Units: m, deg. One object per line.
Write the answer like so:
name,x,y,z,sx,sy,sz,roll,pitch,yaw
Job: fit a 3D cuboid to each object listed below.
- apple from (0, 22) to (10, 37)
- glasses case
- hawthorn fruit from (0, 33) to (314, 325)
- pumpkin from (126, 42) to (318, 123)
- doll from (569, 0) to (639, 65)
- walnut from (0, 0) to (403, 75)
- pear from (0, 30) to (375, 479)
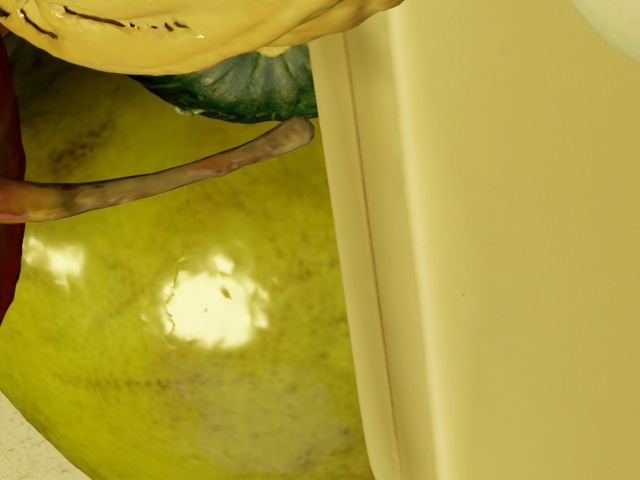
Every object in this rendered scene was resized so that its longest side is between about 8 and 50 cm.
apple,-0.251,-0.046,1.100,0.253,0.254,0.253,9,168,2
glasses case,0.080,-0.019,0.677,0.144,0.076,0.336,-22,133,-17
hawthorn fruit,-0.206,-0.017,0.556,0.231,0.235,0.263,45,157,-26
pumpkin,-0.020,-0.130,0.692,0.190,0.146,0.190,10,154,5
doll,0.136,-0.139,0.414,0.221,0.221,0.251,15,166,-28
walnut,-0.050,-0.153,0.478,0.198,0.245,0.198,-26,150,-16
pear,0.000,0.000,0.927,0.413,0.352,0.352,4,171,-22
